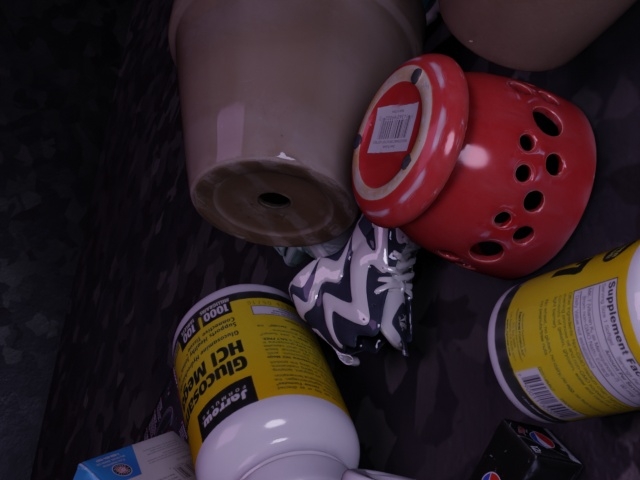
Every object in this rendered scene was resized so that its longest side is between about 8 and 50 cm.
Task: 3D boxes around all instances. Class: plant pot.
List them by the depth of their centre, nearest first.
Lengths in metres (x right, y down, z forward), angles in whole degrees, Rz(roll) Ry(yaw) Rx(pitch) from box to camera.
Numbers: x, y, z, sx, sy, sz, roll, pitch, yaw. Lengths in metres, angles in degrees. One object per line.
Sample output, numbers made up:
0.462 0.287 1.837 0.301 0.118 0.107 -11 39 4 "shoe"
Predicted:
0.212 -0.282 0.789 0.229 0.263 0.263 109 163 -53 "plant pot"
0.135 -0.072 0.851 0.191 0.174 0.191 -41 42 50 "plant pot"
-0.038 -0.158 1.055 0.323 0.323 0.280 -38 38 50 "plant pot"

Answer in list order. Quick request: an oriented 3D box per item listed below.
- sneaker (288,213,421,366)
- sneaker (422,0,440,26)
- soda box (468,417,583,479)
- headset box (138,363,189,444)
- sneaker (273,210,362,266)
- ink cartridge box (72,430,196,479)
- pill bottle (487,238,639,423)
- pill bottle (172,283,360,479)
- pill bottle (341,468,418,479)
0.084 0.046 0.984 0.235 0.094 0.153 -39 59 12 "sneaker"
0.130 -0.364 1.115 0.275 0.110 0.107 -49 34 41 "sneaker"
0.151 0.239 0.755 0.168 0.053 0.060 -66 27 15 "soda box"
-0.185 0.324 1.304 0.293 0.110 0.218 -65 27 16 "headset box"
0.000 0.000 1.195 0.151 0.094 0.256 96 151 -43 "sneaker"
-0.185 0.383 1.085 0.233 0.171 0.168 33 108 26 "ink cartridge box"
0.230 0.061 0.636 0.208 0.119 0.119 -29 49 54 "pill bottle"
-0.064 0.212 1.045 0.188 0.188 0.334 -62 28 21 "pill bottle"
0.052 0.289 0.734 0.108 0.108 0.180 -3 73 63 "pill bottle"
